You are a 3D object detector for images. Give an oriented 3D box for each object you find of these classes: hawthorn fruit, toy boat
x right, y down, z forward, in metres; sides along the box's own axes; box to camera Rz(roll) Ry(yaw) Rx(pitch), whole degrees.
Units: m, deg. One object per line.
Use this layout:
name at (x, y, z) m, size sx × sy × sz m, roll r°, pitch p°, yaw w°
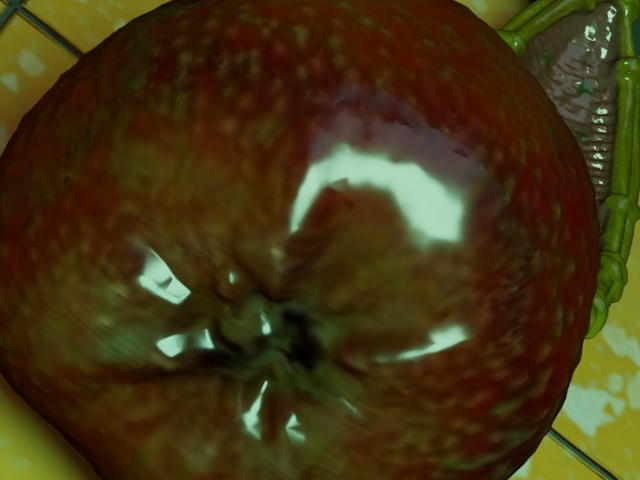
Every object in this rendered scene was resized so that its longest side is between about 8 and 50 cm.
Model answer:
hawthorn fruit at (0.000, 0.000, 0.875) m, size 0.275 × 0.275 × 0.300 m, roll 50°, pitch 39°, yaw 1°
toy boat at (0.147, -0.052, 1.172) m, size 0.141 × 0.099 × 0.318 m, roll 30°, pitch 46°, yaw -16°

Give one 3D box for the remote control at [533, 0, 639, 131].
remote control at (0.165, -0.210, 1.348) m, size 0.107 × 0.044 × 0.377 m, roll -26°, pitch 78°, yaw -44°
